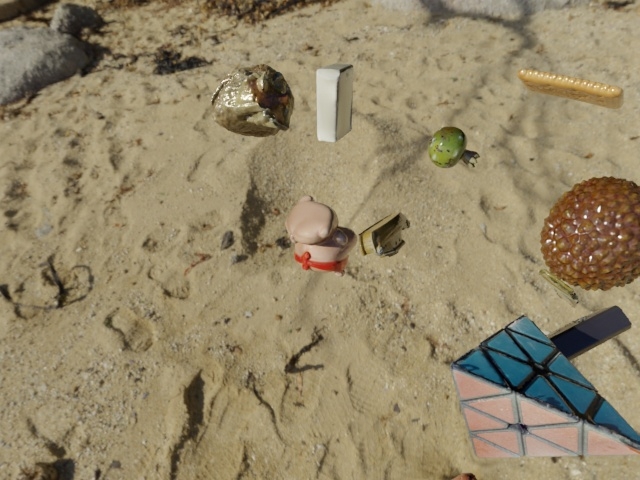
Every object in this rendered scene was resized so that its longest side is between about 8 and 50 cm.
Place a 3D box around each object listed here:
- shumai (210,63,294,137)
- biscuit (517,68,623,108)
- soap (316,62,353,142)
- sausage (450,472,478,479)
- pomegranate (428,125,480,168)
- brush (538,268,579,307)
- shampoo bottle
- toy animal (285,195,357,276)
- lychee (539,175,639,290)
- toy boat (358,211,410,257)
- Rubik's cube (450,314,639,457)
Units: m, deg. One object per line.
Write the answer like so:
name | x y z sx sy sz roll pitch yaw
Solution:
shumai | -0.226 -0.453 1.425 0.313 0.267 0.262 -17 37 -6
biscuit | 0.655 -0.398 1.073 0.249 0.030 0.160 29 19 32
soap | 0.041 -0.368 1.090 0.063 0.183 0.121 14 35 21
sausage | 0.202 0.462 0.733 0.176 0.040 0.047 -31 29 15
pomegranate | 0.361 -0.245 1.101 0.142 0.115 0.115 22 43 -1
brush | 0.551 0.116 0.923 0.020 0.336 0.085 -53 55 10
shampoo bottle | 0.561 0.246 0.949 0.309 0.098 0.071 -23 74 -12
toy animal | 0.000 0.000 1.030 0.171 0.198 0.171 -10 45 10
lychee | 0.521 -0.018 0.747 0.238 0.200 0.200 -35 42 -1
toy boat | 0.239 -0.013 1.419 0.089 0.122 0.321 -22 5 37
Rubik's cube | 0.368 0.281 0.745 0.228 0.233 0.229 -22 78 2
